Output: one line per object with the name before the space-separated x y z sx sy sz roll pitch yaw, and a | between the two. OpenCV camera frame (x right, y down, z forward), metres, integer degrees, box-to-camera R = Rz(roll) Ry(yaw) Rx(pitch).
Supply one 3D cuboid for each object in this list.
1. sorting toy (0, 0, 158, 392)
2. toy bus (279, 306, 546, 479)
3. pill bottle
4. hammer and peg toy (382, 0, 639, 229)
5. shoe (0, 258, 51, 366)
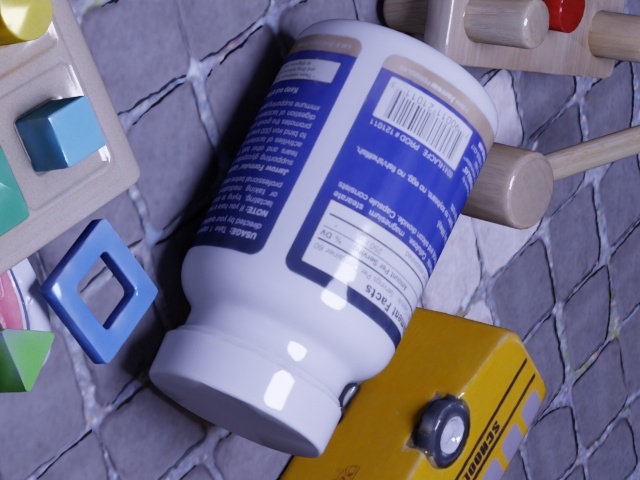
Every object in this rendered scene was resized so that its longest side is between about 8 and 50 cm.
sorting toy | -0.180 -0.077 1.046 0.196 0.047 0.347 -40 116 -44
toy bus | 0.037 0.203 1.430 0.332 0.108 0.130 -57 140 -24
pill bottle | 0.000 0.000 1.284 0.153 0.153 0.264 46 65 -48
hammer and peg toy | 0.163 -0.198 1.456 0.266 0.127 0.361 -4 103 -53
shoe | -0.214 0.012 1.092 0.081 0.063 0.178 -36 122 -39
